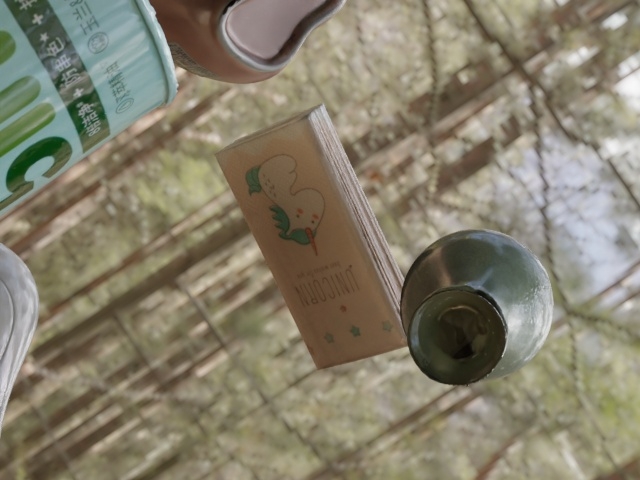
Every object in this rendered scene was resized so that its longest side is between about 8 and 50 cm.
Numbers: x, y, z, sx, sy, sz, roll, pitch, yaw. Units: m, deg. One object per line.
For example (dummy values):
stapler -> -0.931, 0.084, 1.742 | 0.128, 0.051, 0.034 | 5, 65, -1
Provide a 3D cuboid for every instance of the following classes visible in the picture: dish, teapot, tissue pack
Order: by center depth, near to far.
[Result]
dish -> -0.051, -0.218, 1.338 | 0.090, 0.213, 0.213 | 40, -3, 40
teapot -> 0.168, 0.086, 1.781 | 0.183, 0.183, 0.251 | 56, 14, 1
tissue pack -> 0.000, 0.000, 2.043 | 0.071, 0.170, 0.325 | -34, 100, -52

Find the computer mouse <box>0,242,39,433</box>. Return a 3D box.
computer mouse -> -0.342, 0.131, 1.326 | 0.184, 0.297, 0.121 | 22, -5, -9

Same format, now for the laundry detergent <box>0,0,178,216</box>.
laundry detergent -> -0.284, -0.108, 0.873 | 0.287, 0.305, 0.287 | 49, -13, 15
